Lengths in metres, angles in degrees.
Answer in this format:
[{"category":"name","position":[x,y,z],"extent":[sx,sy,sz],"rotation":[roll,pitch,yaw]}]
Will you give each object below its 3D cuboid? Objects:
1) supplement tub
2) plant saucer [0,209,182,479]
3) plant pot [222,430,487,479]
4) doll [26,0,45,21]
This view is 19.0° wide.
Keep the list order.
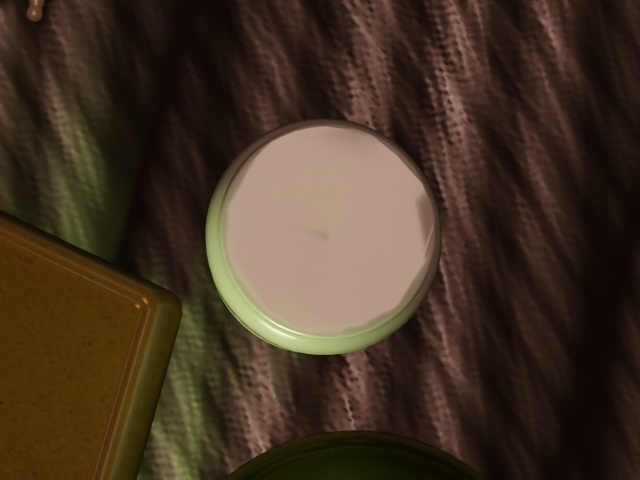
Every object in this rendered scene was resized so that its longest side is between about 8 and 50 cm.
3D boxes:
[{"category":"supplement tub","position":[0.000,0.000,1.599],"extent":[0.191,0.272,0.191],"rotation":[0,87,-3]},{"category":"plant saucer","position":[-0.275,0.109,1.559],"extent":[0.333,0.081,0.332],"rotation":[26,57,-21]},{"category":"plant pot","position":[0.040,0.346,1.542],"extent":[0.366,0.353,0.366],"rotation":[0,87,-3]},{"category":"doll","position":[-0.296,-0.242,1.712],"extent":[0.189,0.046,0.129],"rotation":[-43,80,-10]}]
